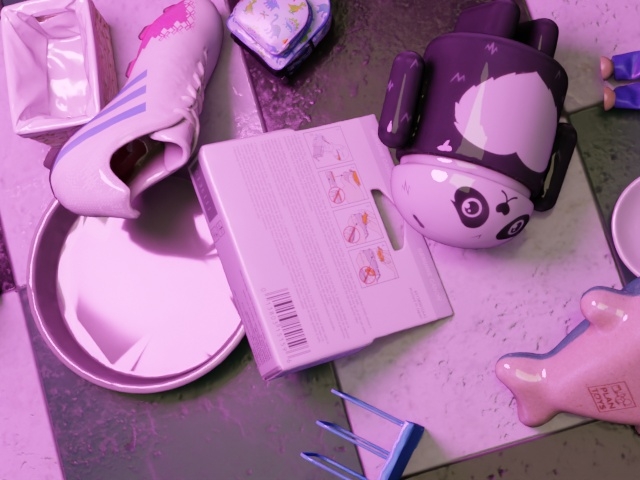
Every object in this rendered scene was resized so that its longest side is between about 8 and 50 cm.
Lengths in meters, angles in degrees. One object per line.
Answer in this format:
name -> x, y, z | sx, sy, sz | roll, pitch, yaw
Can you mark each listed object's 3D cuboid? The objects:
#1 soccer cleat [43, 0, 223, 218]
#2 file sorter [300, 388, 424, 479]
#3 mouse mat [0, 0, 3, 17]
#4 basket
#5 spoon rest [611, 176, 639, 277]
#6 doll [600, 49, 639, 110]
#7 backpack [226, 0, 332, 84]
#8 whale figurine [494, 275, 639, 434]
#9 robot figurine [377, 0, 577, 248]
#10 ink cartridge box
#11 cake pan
soccer cleat -> -0.179, -0.150, 1.360 | 0.143, 0.116, 0.331 | 15, 59, 31
file sorter -> 0.030, 0.262, 1.306 | 0.104, 0.118, 0.170 | 25, 85, 14
mouse mat -> -0.521, -0.328, 1.534 | 0.190, 0.007, 0.152 | -20, 79, 5
basket -> -0.317, -0.205, 1.436 | 0.113, 0.103, 0.167 | -9, 79, 6
spoon rest -> 0.466, -0.039, 1.312 | 0.276, 0.084, 0.137 | -19, 79, 4
doll -> 0.424, -0.186, 1.345 | 0.189, 0.046, 0.129 | -6, 81, 19
backpack -> -0.044, -0.271, 1.419 | 0.105, 0.084, 0.114 | 43, 86, 10
whale figurine -> 0.335, 0.124, 1.285 | 0.272, 0.141, 0.216 | -18, 120, 25
robot figurine -> 0.182, -0.128, 1.318 | 0.209, 0.173, 0.278 | 15, 83, 13
ink cartridge box -> 0.000, 0.000, 1.365 | 0.239, 0.060, 0.275 | -14, 77, -30
cake pan -> -0.207, 0.038, 1.406 | 0.293, 0.054, 0.293 | -1, 81, 8
